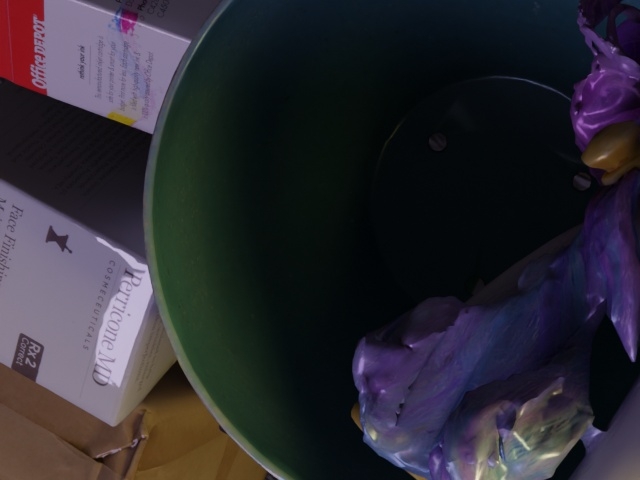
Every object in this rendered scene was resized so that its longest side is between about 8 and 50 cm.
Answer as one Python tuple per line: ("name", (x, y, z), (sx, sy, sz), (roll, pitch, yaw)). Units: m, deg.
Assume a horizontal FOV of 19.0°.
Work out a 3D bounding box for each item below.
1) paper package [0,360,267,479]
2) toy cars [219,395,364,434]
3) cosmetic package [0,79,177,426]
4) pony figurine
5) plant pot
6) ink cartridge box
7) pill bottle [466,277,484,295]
("paper package", (-0.213, 0.128, 1.509), (0.309, 0.168, 0.325), (26, -170, 19))
("toy cars", (0.063, 0.115, 1.118), (0.176, 0.087, 0.394), (23, 176, 38))
("cosmetic package", (-0.165, -0.004, 1.313), (0.184, 0.151, 0.151), (28, 128, 11))
("pony figurine", (0.185, -0.018, 0.683), (0.351, 0.363, 0.303), (42, -177, -7))
("plant pot", (0.079, -0.016, 0.928), (0.290, 0.290, 0.195), (30, -172, 7))
("ink cartridge box", (-0.101, -0.125, 1.087), (0.231, 0.078, 0.134), (21, 157, 1))
("pill bottle", (0.000, 0.000, 1.210), (0.208, 0.117, 0.117), (36, 157, -8))
